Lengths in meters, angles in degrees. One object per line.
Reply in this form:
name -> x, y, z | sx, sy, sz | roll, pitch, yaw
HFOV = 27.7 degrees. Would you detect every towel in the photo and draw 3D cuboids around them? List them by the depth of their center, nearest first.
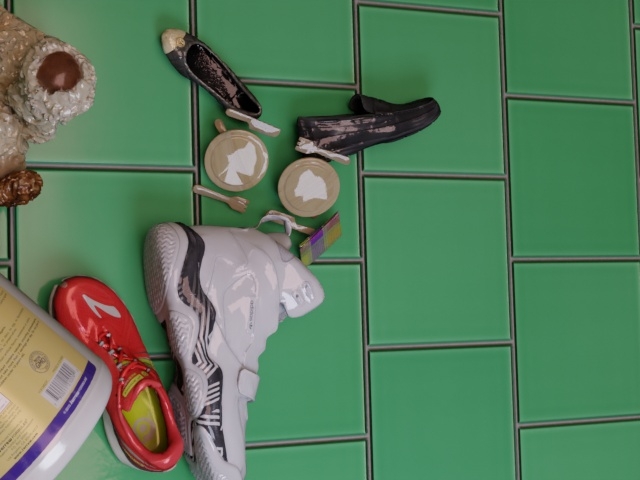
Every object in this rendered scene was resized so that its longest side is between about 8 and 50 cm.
towel -> 0.000, 0.000, 1.807 | 0.009, 0.060, 0.083 | 37, 67, 24

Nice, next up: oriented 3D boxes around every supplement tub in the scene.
supplement tub -> -0.432, 0.139, 1.486 | 0.331, 0.241, 0.241 | 43, 70, -16

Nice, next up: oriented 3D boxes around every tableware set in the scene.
tableware set -> -0.067, -0.095, 1.778 | 0.194, 0.039, 0.128 | 21, 107, -16

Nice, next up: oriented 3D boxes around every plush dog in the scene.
plush dog -> -0.403, -0.161, 1.581 | 0.262, 0.210, 0.225 | 32, 87, 9

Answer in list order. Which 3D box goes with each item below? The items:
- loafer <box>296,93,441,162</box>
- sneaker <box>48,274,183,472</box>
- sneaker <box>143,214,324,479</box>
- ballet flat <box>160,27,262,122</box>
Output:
loafer -> 0.069, -0.171, 1.836 | 0.223, 0.076, 0.078 | -19, 102, -22
sneaker -> -0.244, 0.165, 1.640 | 0.107, 0.118, 0.279 | -31, 99, -25
sneaker -> -0.096, 0.142, 1.700 | 0.210, 0.137, 0.366 | -11, 88, -23
ballet flat -> -0.143, -0.227, 1.755 | 0.173, 0.049, 0.057 | 40, 70, -17
